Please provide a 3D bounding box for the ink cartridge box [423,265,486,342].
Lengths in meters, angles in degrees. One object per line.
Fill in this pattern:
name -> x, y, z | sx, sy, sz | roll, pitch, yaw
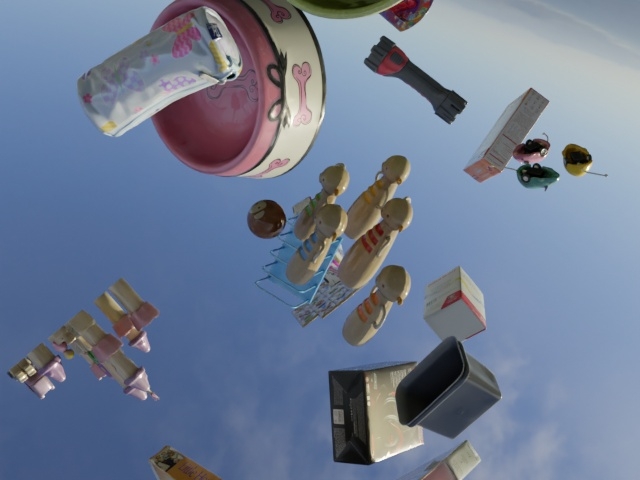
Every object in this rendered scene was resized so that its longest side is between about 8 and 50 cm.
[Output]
ink cartridge box -> 0.379, 0.185, 1.788 | 0.127, 0.128, 0.176 | 48, -153, -16

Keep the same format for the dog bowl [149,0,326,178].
dog bowl -> -0.193, -0.310, 1.268 | 0.407, 0.408, 0.150 | 31, -148, 26

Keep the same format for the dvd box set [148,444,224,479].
dvd box set -> -0.166, 0.589, 1.228 | 0.062, 0.308, 0.420 | -32, -159, -33

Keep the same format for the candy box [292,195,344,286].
candy box -> 0.000, 0.000, 1.852 | 0.159, 0.071, 0.233 | 48, -162, -38

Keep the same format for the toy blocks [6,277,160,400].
toy blocks -> -0.512, 0.293, 1.486 | 0.309, 0.288, 0.260 | -44, -80, -29

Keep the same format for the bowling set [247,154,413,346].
bowling set -> 0.015, -0.022, 0.828 | 0.199, 0.154, 0.287 | 21, -144, -18

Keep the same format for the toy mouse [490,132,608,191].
toy mouse -> 0.327, -0.112, 0.949 | 0.143, 0.031, 0.161 | -11, -143, 5

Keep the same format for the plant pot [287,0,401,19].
plant pot -> 0.086, -0.407, 0.759 | 0.276, 0.276, 0.254 | 28, -153, 20

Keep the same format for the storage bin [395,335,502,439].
storage bin -> 0.184, 0.214, 0.902 | 0.091, 0.135, 0.098 | 32, -155, -19

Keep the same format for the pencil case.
pencil case -> -0.264, -0.274, 1.041 | 0.273, 0.124, 0.113 | -21, -173, 15

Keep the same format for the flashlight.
flashlight -> 0.266, -0.444, 1.772 | 0.304, 0.103, 0.103 | 38, -141, -1

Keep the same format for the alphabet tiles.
alphabet tiles -> 0.038, 0.157, 1.960 | 0.011, 0.285, 0.342 | 53, 174, -9

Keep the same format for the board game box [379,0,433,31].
board game box -> 0.190, -0.574, 1.473 | 0.033, 0.133, 0.169 | 17, -150, -49

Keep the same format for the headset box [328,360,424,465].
headset box -> 0.153, 0.421, 1.591 | 0.110, 0.218, 0.293 | -9, 170, 37

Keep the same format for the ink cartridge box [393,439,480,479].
ink cartridge box -> 0.183, 0.544, 1.352 | 0.238, 0.275, 0.060 | -10, -117, -54

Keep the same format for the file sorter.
file sorter -> -0.052, 0.045, 1.372 | 0.118, 0.170, 0.104 | 30, -165, 14

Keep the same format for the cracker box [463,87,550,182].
cracker box -> 0.483, -0.271, 1.656 | 0.067, 0.232, 0.156 | 37, 173, -2
